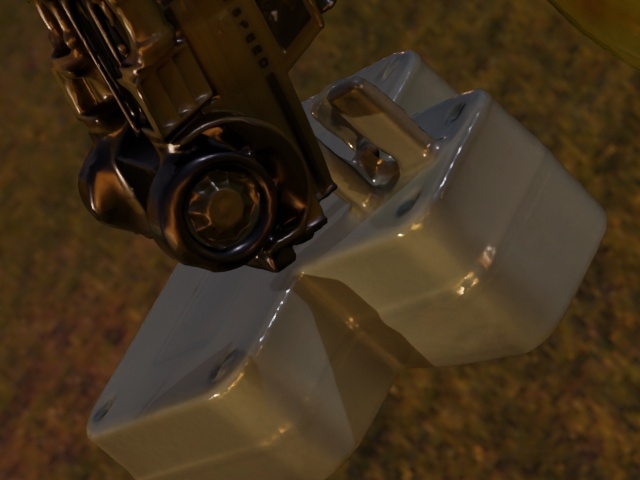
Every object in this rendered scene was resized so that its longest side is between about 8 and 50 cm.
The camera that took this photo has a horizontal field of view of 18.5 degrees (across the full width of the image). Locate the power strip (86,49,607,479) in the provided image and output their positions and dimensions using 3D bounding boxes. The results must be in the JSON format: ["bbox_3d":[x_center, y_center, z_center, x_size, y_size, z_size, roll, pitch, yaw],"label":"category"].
[{"bbox_3d":[0.000,0.000,0.965,0.261,0.141,0.229,-22,33,53],"label":"power strip"}]

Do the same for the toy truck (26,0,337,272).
[{"bbox_3d":[-0.074,-0.111,0.776,0.127,0.257,0.127,-31,18,-20],"label":"toy truck"}]

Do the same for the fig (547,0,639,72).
[{"bbox_3d":[0.086,-0.088,0.481,0.259,0.151,0.151,-8,19,-13],"label":"fig"}]
